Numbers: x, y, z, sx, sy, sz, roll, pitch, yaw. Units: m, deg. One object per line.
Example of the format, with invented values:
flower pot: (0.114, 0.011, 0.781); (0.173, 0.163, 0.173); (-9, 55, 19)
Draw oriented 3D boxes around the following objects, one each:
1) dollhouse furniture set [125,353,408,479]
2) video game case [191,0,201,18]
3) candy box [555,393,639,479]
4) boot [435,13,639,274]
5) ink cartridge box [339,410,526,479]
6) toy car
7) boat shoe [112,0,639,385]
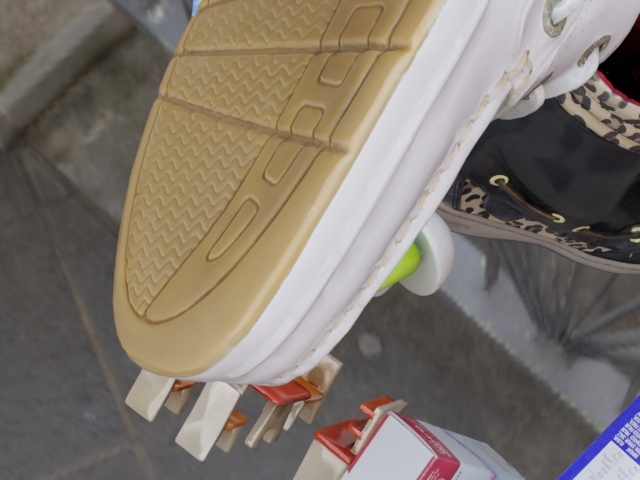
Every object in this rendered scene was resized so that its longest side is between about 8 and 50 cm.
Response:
dollhouse furniture set: (-0.044, 0.171, 1.848); (0.259, 0.262, 0.135); (35, 107, 21)
video game case: (-0.008, -0.173, 1.557); (0.244, 0.269, 0.061); (20, 33, 18)
candy box: (0.284, 0.286, 1.453); (0.317, 0.268, 0.122); (-45, 55, -1)
boot: (0.281, -0.085, 1.372); (0.377, 0.284, 0.138); (10, 67, -23)
ink cartridge box: (0.096, 0.239, 1.481); (0.072, 0.175, 0.127); (40, 100, 39)
toy car: (0.000, 0.000, 1.250); (0.159, 0.182, 0.136); (-25, 100, -27)
boat shoe: (0.045, -0.074, 0.429); (0.098, 0.096, 0.277); (13, 71, 51)
